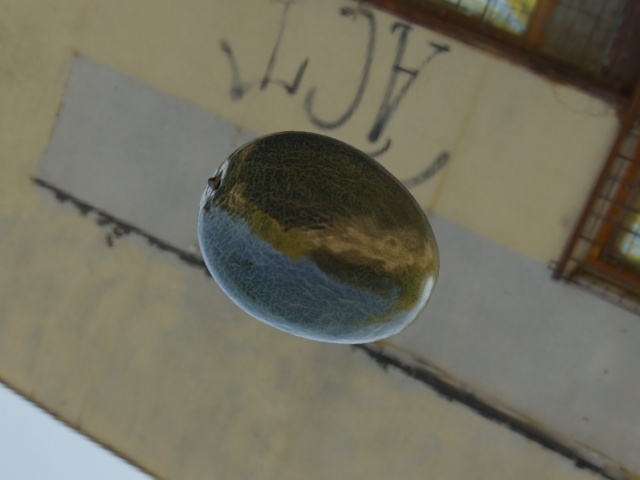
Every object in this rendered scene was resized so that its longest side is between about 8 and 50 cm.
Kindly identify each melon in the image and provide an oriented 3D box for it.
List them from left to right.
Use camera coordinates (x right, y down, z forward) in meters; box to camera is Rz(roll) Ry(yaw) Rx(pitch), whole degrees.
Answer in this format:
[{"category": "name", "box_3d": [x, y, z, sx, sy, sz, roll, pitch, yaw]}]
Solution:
[{"category": "melon", "box_3d": [0.000, 0.000, 1.361, 0.329, 0.248, 0.248, 29, -169, -23]}]
